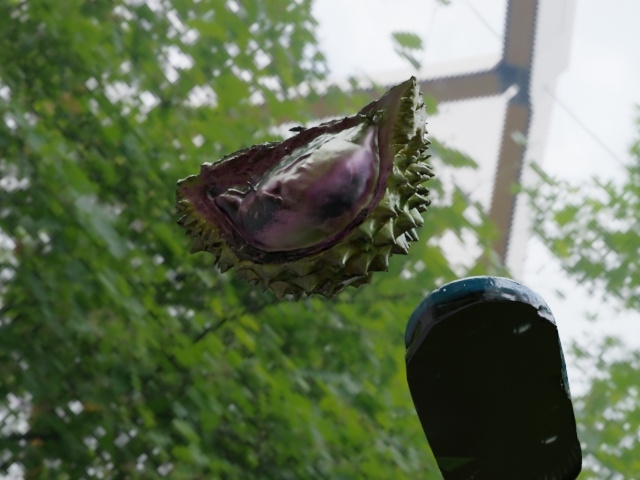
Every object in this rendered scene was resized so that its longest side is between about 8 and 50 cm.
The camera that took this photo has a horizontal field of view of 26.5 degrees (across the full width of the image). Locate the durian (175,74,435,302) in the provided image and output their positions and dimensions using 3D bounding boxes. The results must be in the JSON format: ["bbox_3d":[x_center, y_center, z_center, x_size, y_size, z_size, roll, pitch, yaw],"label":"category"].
[{"bbox_3d":[0.000,0.002,0.828,0.119,0.186,0.108,56,21,-36],"label":"durian"}]

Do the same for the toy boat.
[{"bbox_3d":[0.150,0.119,1.214,0.092,0.134,0.299,-96,170,-45],"label":"toy boat"}]
